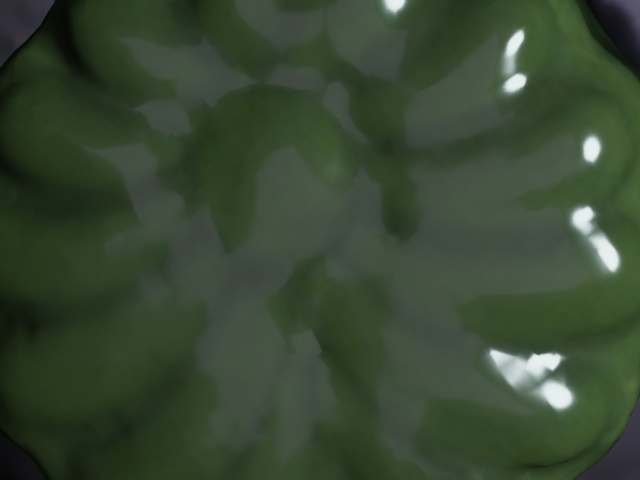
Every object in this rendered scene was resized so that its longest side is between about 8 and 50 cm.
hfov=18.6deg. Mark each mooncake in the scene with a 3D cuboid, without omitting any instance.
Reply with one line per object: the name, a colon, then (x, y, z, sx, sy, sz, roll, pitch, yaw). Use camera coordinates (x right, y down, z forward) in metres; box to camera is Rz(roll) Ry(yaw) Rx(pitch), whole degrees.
mooncake: (0.000, 0.000, 0.973, 0.356, 0.194, 0.356, 2, 103, 8)
